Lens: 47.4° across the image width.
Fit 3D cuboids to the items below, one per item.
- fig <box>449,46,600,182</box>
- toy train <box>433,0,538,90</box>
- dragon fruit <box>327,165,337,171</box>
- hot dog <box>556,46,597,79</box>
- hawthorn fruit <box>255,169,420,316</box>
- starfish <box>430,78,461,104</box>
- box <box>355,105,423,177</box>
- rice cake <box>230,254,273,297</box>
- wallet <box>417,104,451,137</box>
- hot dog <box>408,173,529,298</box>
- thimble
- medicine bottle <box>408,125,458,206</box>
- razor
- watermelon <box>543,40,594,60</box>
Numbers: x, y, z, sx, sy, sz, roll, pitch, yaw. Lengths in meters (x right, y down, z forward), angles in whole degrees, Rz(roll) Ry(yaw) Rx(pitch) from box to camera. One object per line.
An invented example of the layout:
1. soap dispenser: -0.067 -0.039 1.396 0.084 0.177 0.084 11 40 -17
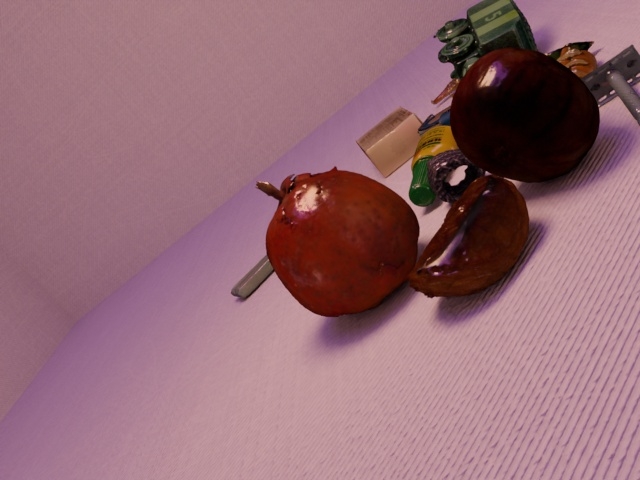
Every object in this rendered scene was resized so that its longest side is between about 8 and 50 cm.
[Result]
1. fig: 0.327 -0.207 1.175 0.214 0.235 0.235 -38 14 -9
2. toy train: 0.429 -0.505 1.900 0.238 0.167 0.299 -24 34 19
3. dragon fruit: 0.052 -0.097 1.856 0.111 0.153 0.153 23 56 28
4. hot dog: 0.487 -0.318 1.434 0.109 0.072 0.269 -28 20 34
5. hawthorn fruit: 0.012 -0.014 1.296 0.276 0.307 0.276 -52 10 12
6. starfish: 0.427 -0.467 2.088 0.247 0.050 0.138 -45 14 10
7. box: 0.198 -0.275 1.991 0.168 0.095 0.212 -40 15 7
8. rice cake: -0.150 0.071 1.958 0.222 0.042 0.080 -47 11 -18
9. wallet: 0.345 -0.314 1.810 0.202 0.059 0.141 -26 13 39
10. hot dog: 0.223 0.003 1.091 0.227 0.099 0.160 -47 16 -21
11. thimble: 0.260 -0.123 1.400 0.104 0.095 0.066 -6 22 -9
12. medicine bottle: 0.241 -0.161 1.586 0.111 0.076 0.309 -34 17 30
13. razor: 0.504 -0.238 1.191 0.106 0.068 0.232 -35 20 23
14. watermelon: 0.496 -0.377 1.631 0.119 0.063 0.245 -27 1 -30
